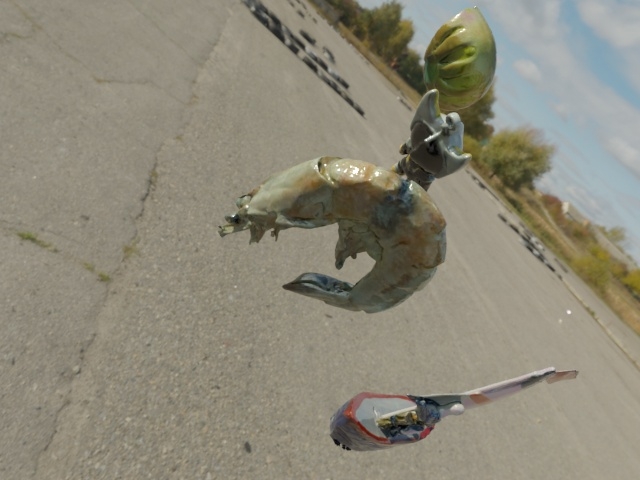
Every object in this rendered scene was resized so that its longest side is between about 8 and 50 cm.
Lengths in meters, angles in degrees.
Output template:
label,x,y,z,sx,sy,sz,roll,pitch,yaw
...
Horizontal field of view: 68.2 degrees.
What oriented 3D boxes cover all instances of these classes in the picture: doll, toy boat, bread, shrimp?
label,x,y,z,sx,sy,sz,roll,pitch,yaw
doll,0.226,-0.180,0.993,0.104,0.316,0.145,3,76,-9
toy boat,0.169,0.222,0.645,0.219,0.319,0.071,61,13,-60
bread,0.376,-0.468,1.249,0.156,0.158,0.260,35,-36,58
shrimp,0.000,0.000,0.677,0.085,0.361,0.246,-49,133,-52
